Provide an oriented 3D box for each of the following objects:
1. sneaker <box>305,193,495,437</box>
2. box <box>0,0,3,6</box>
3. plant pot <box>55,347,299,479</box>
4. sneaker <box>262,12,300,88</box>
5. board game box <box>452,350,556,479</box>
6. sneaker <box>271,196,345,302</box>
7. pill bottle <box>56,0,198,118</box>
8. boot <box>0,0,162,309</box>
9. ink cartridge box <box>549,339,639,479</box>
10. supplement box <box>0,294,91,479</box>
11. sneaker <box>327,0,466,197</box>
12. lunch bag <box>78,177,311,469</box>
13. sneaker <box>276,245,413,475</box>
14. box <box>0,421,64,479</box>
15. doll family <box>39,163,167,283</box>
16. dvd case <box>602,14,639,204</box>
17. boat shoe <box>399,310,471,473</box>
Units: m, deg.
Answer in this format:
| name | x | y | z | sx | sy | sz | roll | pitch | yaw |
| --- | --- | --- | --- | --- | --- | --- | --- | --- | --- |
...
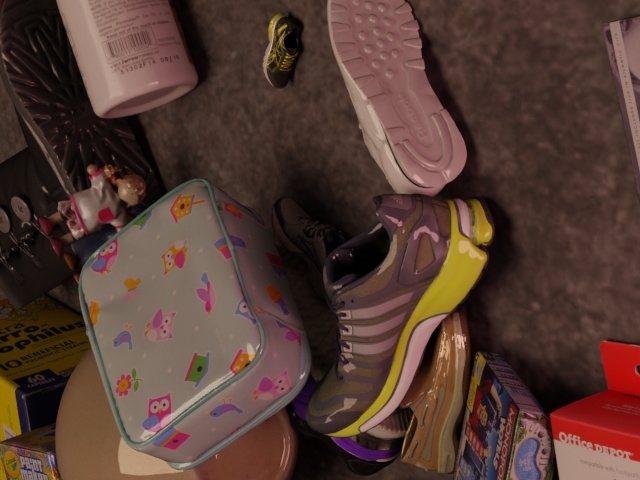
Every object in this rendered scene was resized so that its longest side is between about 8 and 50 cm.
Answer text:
| name | x | y | z | sx | sy | sz | roll | pitch | yaw |
| --- | --- | --- | --- | --- | --- | --- | --- | --- | --- |
| sneaker | 0.047 | 0.066 | 1.506 | 0.111 | 0.121 | 0.300 | -102 | 35 | -56 |
| box | -0.553 | -0.404 | 2.283 | 0.243 | 0.117 | 0.214 | 46 | 139 | 35 |
| plant pot | -0.134 | 0.227 | 1.769 | 0.191 | 0.284 | 0.284 | -1 | 104 | 59 |
| sneaker | -0.040 | -0.199 | 1.663 | 0.035 | 0.031 | 0.083 | 34 | 132 | 45 |
| board game box | 0.179 | 0.227 | 1.432 | 0.194 | 0.060 | 0.194 | -120 | 37 | -69 |
| sneaker | 0.000 | 0.000 | 1.690 | 0.135 | 0.052 | 0.058 | 53 | 134 | 16 |
| pill bottle | -0.240 | -0.272 | 1.845 | 0.131 | 0.131 | 0.229 | -24 | 84 | 58 |
| boot | -0.401 | -0.120 | 2.170 | 0.445 | 0.146 | 0.367 | -26 | 83 | 62 |
| ink cartridge box | 0.274 | 0.211 | 1.327 | 0.134 | 0.078 | 0.231 | 5 | 109 | 56 |
| supplement box | -0.412 | 0.228 | 2.292 | 0.356 | 0.194 | 0.195 | 21 | 122 | 52 |
| sneaker | 0.057 | -0.146 | 1.495 | 0.095 | 0.090 | 0.235 | 133 | 120 | -71 |
| lunch bag | -0.140 | 0.087 | 1.637 | 0.224 | 0.108 | 0.279 | -40 | 47 | 19 |
| sneaker | -0.010 | 0.141 | 1.713 | 0.293 | 0.102 | 0.146 | 52 | 144 | 30 |
| box | -0.206 | 0.342 | 1.937 | 0.177 | 0.290 | 0.279 | -4 | 101 | 58 |
| doll family | -0.221 | 0.026 | 1.932 | 0.263 | 0.163 | 0.118 | 62 | -179 | -1 |
| dvd case | 0.310 | -0.101 | 1.180 | 0.221 | 0.018 | 0.165 | -2 | 103 | 58 |
| boat shoe | 0.108 | 0.153 | 1.544 | 0.068 | 0.072 | 0.190 | -82 | -5 | -61 |
